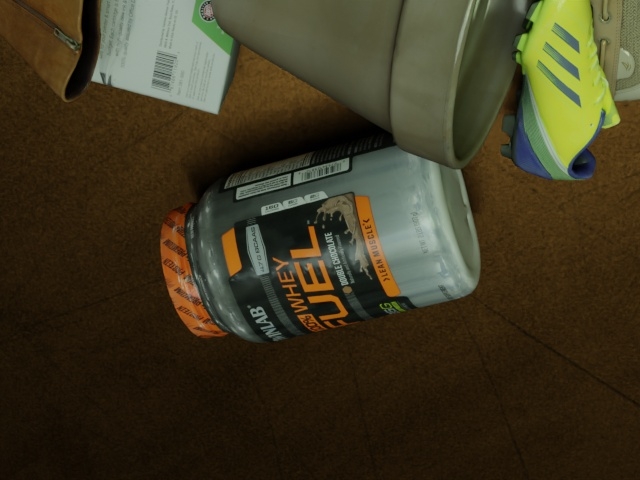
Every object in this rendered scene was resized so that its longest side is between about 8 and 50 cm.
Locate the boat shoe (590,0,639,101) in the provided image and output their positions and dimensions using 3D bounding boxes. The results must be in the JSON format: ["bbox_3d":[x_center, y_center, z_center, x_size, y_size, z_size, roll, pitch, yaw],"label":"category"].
[{"bbox_3d":[0.293,-0.284,1.226,0.110,0.121,0.341,-8,124,14],"label":"boat shoe"}]

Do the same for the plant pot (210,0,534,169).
[{"bbox_3d":[0.054,-0.260,1.189,0.280,0.323,0.323,18,125,15],"label":"plant pot"}]

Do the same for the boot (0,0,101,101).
[{"bbox_3d":[-0.323,-0.312,1.213,0.280,0.096,0.264,40,130,30],"label":"boot"}]

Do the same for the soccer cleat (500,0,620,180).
[{"bbox_3d":[0.260,-0.170,1.254,0.121,0.093,0.289,19,147,16],"label":"soccer cleat"}]

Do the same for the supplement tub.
[{"bbox_3d":[0.000,0.000,1.403,0.338,0.207,0.207,-15,120,17],"label":"supplement tub"}]

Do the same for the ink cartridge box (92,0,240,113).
[{"bbox_3d":[-0.196,-0.252,1.330,0.219,0.092,0.160,16,123,-2],"label":"ink cartridge box"}]
